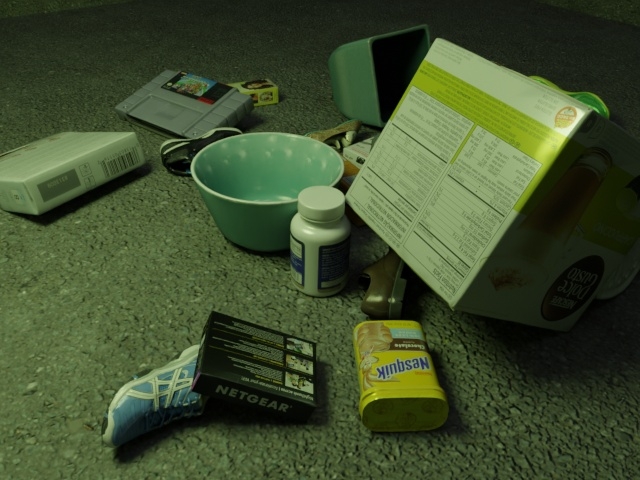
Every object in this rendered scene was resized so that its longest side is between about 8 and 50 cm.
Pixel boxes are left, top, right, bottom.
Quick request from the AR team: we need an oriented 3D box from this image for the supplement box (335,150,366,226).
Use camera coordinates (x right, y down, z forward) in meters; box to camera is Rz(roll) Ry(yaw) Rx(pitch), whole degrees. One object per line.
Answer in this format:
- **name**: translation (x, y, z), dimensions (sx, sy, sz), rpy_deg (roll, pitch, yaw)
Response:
- **supplement box**: translation (0.060, -0.125, 1.393), dimensions (0.080, 0.078, 0.233), rpy_deg (-13, 37, -24)

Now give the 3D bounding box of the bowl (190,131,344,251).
- **bowl**: translation (-0.107, -0.091, 1.260), dimensions (0.312, 0.163, 0.311), rpy_deg (1, 35, -1)

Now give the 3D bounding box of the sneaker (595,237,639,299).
- **sneaker**: translation (0.527, -0.012, 1.224), dimensions (0.323, 0.130, 0.236), rpy_deg (-31, 36, -32)

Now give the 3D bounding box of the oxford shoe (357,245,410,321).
- **oxford shoe**: translation (0.120, 0.058, 1.126), dimensions (0.096, 0.082, 0.227), rpy_deg (5, 33, 13)

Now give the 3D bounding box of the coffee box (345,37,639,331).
- **coffee box**: translation (0.312, -0.085, 1.026), dimensions (0.338, 0.334, 0.338), rpy_deg (15, 23, -39)

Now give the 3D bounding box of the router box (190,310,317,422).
- **router box**: translation (-0.094, 0.187, 0.903), dimensions (0.179, 0.046, 0.133), rpy_deg (20, 31, -14)

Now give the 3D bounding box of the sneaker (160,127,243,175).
- **sneaker**: translation (-0.291, -0.214, 1.517), dimensions (0.217, 0.079, 0.121), rpy_deg (-14, 40, -9)

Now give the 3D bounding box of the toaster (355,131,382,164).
- **toaster**: translation (0.207, -0.177, 1.408), dimensions (0.146, 0.129, 0.227), rpy_deg (34, 27, 34)

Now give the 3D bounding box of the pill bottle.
- **pill bottle**: translation (0.000, 0.000, 1.110), dimensions (0.112, 0.186, 0.112), rpy_deg (2, 35, -1)

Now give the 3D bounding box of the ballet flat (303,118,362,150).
- **ballet flat**: translation (0.044, -0.274, 1.635), dimensions (0.206, 0.073, 0.067), rpy_deg (-24, 69, -28)

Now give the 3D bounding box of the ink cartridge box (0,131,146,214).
- **ink cartridge box**: translation (-0.667, -0.172, 1.458), dimensions (0.385, 0.091, 0.308), rpy_deg (6, 31, 36)

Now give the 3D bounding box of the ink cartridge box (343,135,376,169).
- **ink cartridge box**: translation (0.130, -0.206, 1.527), dimensions (0.180, 0.060, 0.104), rpy_deg (-26, 44, -34)

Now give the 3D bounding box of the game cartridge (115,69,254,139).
- **game cartridge**: translation (-0.389, -0.385, 1.721), dimensions (0.355, 0.068, 0.230), rpy_deg (24, 61, 29)

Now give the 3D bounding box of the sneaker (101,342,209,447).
- **sneaker**: translation (-0.217, 0.225, 0.867), dimensions (0.081, 0.080, 0.211), rpy_deg (24, 41, 31)

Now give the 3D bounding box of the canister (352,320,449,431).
- **canister**: translation (0.115, 0.202, 0.923), dimensions (0.126, 0.073, 0.170), rpy_deg (0, 33, -4)

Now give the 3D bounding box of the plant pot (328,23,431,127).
- **plant pot**: translation (0.161, -0.491, 1.798), dimensions (0.248, 0.247, 0.252), rpy_deg (-25, 26, -33)

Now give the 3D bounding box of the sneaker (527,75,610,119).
- **sneaker**: translation (0.723, -0.399, 1.822), dimensions (0.295, 0.109, 0.123), rpy_deg (31, 67, 33)

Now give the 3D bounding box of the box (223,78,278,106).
- **box**: translation (-0.253, -0.452, 1.873), dimensions (0.232, 0.058, 0.087), rpy_deg (-15, 38, -22)

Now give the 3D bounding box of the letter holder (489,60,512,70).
- **letter holder**: translation (0.455, -0.410, 1.642), dimensions (0.214, 0.152, 0.302), rpy_deg (-39, 47, 9)
